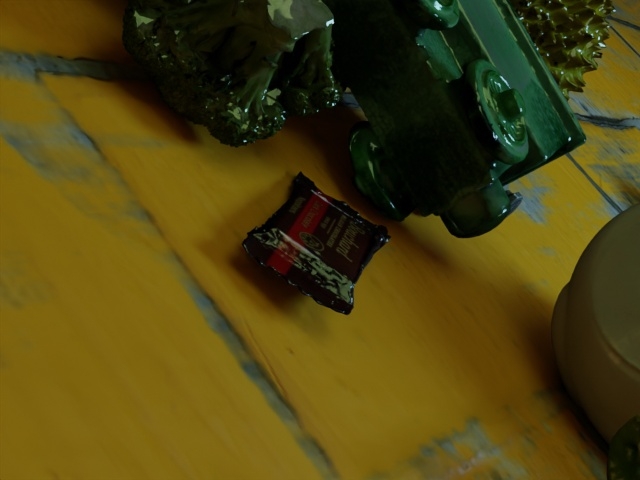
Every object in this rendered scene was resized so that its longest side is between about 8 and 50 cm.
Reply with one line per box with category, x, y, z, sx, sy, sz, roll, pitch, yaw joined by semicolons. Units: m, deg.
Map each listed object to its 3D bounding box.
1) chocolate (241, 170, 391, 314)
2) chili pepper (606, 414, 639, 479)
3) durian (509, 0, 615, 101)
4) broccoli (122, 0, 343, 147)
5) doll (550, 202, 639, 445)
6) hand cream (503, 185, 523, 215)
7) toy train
chocolate;0.000;0.000;0.803;0.086;0.028;0.182;34;23;-2
chili pepper;0.282;0.269;0.732;0.359;0.076;0.085;52;6;11
durian;0.184;-0.242;1.233;0.258;0.258;0.293;32;31;-22
broccoli;-0.053;-0.139;0.830;0.162;0.138;0.146;45;59;-21
doll;0.293;0.086;0.958;0.221;0.221;0.251;30;49;-26
hand cream;0.107;-0.093;1.111;0.194;0.042;0.067;46;32;20
toy train;0.083;-0.134;0.961;0.266;0.145;0.202;60;28;-2
